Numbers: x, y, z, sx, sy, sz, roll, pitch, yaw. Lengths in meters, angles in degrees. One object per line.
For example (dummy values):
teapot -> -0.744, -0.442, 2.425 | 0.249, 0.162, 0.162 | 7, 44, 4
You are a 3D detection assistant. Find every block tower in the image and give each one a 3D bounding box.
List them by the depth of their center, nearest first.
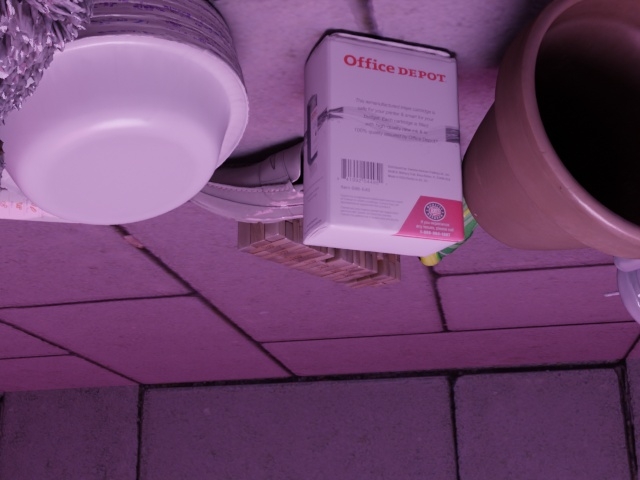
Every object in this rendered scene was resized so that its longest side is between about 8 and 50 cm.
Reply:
block tower -> 0.000, 0.000, 1.432 | 0.091, 0.097, 0.335 | -17, 154, 36

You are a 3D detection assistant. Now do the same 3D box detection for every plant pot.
plant pot -> 0.261, -0.090, 0.890 | 0.263, 0.263, 0.229 | 5, 163, -17

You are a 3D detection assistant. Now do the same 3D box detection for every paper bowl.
paper bowl -> -0.213, -0.122, 0.899 | 0.284, 0.148, 0.284 | -12, 153, -6

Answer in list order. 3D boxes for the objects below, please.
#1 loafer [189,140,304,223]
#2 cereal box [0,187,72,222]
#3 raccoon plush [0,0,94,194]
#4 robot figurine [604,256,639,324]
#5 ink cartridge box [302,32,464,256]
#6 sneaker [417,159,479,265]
loafer -> -0.031, -0.086, 1.202 | 0.319, 0.112, 0.111 | 3, 121, 9
cereal box -> -0.377, -0.082, 1.090 | 0.240, 0.173, 0.047 | 5, 118, -13
raccoon plush -> -0.207, -0.193, 0.668 | 0.299, 0.216, 0.446 | -17, 166, -14
robot figurine -> 0.629, 0.046, 1.432 | 0.300, 0.200, 0.353 | 17, 155, -18
ink cartridge box -> 0.066, -0.101, 0.963 | 0.158, 0.218, 0.092 | 6, 165, -19
sneaker -> 0.179, -0.068, 1.277 | 0.123, 0.109, 0.295 | -28, 157, -6
